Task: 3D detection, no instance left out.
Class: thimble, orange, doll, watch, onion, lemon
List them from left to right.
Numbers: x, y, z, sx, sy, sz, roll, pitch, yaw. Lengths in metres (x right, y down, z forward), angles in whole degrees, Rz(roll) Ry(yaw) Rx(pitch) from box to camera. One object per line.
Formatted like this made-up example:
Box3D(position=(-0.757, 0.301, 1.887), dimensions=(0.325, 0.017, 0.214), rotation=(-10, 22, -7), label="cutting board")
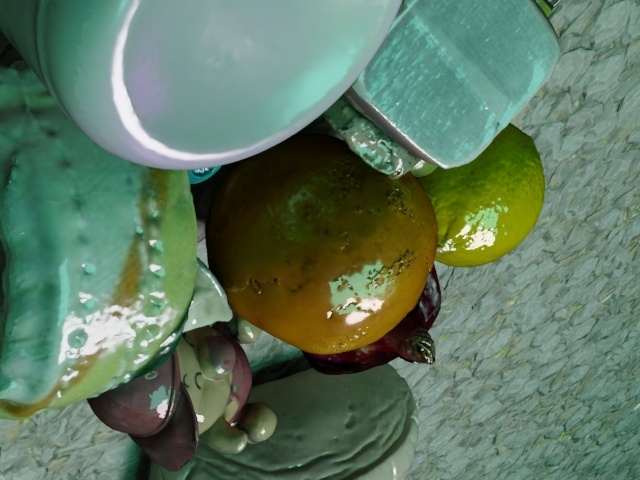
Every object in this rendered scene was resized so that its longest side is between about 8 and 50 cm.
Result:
Box3D(position=(-0.227, -0.004, 0.930), dimensions=(0.167, 0.254, 0.288), rotation=(-11, 126, -43), label="thimble")
Box3D(position=(-0.151, 0.150, 1.272), dimensions=(0.152, 0.196, 0.256), rotation=(-48, 154, 14), label="doll")
Box3D(position=(0.000, 0.000, 1.196), dimensions=(0.240, 0.240, 0.240), rotation=(-28, 147, -20), label="orange")
Box3D(position=(0.066, 0.078, 1.387), dimensions=(0.195, 0.218, 0.139), rotation=(-24, 119, -14), label="onion")
Box3D(position=(0.047, -0.203, 0.977), dimensions=(0.162, 0.241, 0.253), rotation=(-47, 132, 4), label="watch")
Box3D(position=(0.171, -0.055, 1.356), dimensions=(0.178, 0.178, 0.203), rotation=(95, 19, -49), label="lemon")

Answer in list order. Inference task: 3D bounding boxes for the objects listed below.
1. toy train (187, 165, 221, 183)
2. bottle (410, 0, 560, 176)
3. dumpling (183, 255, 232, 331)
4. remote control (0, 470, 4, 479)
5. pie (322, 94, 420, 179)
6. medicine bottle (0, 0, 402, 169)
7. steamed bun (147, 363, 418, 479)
Box3D(position=(-0.107, -0.147, 1.024), dimensions=(0.154, 0.107, 0.198), rotation=(-42, 150, -12), label="toy train")
Box3D(position=(0.154, -0.193, 1.231), dimensions=(0.260, 0.112, 0.112), rotation=(-49, 148, 13), label="bottle")
Box3D(position=(-0.174, 0.031, 1.133), dimensions=(0.092, 0.176, 0.150), rotation=(-42, 169, -32), label="dumpling")
Box3D(position=(-0.457, 0.270, 1.237), dimensions=(0.103, 0.034, 0.250), rotation=(-48, 148, 12), label="remote control")
Box3D(position=(0.037, -0.140, 1.106), dimensions=(0.046, 0.195, 0.195), rotation=(-38, 151, 19), label="pie")
Box3D(position=(-0.115, -0.218, 0.729), dimensions=(0.241, 0.302, 0.241), rotation=(-28, 147, -20), label="medicine bottle")
Box3D(position=(-0.031, 0.321, 1.565), dimensions=(0.384, 0.236, 0.247), rotation=(-15, 140, -36), label="steamed bun")
